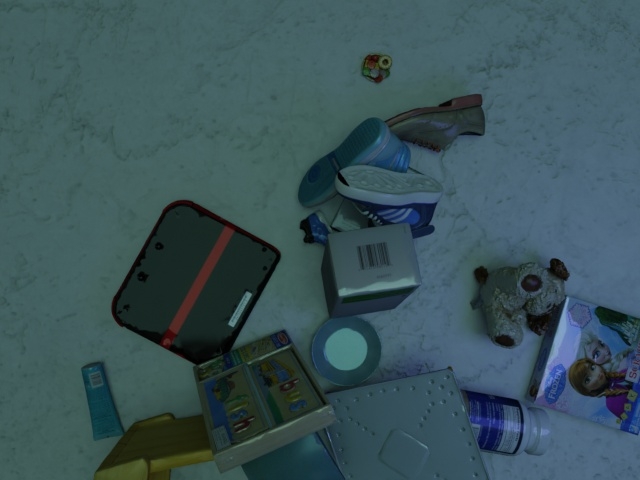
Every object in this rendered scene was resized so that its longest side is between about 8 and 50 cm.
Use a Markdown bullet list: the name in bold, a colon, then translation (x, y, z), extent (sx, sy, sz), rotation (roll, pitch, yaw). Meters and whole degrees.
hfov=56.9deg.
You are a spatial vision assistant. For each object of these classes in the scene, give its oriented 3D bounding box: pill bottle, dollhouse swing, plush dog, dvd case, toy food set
- **pill bottle**: translation (0.471, 0.498, 1.598), extent (0.265, 0.153, 0.153), rotation (11, 89, -4)
- **dollhouse swing**: translation (-0.357, 0.592, 1.442), extent (0.305, 0.347, 0.315), rotation (6, 89, -5)
- **plush dog**: translation (0.562, 0.145, 1.617), extent (0.226, 0.210, 0.262), rotation (4, 118, -18)
- **dvd case**: translation (0.161, -0.109, 1.647), extent (0.180, 0.022, 0.253), rotation (26, 88, -3)
- **toy food set**: translation (0.157, -0.484, 1.650), extent (0.083, 0.020, 0.082), rotation (14, 89, -4)

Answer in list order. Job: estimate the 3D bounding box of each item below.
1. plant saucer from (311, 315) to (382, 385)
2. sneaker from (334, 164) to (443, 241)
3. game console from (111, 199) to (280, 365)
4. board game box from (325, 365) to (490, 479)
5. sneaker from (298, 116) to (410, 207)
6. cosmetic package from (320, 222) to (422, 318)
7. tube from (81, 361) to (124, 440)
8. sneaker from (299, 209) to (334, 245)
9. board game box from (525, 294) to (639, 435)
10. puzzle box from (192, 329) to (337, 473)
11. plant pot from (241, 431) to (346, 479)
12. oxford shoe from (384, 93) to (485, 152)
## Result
- **plant saucer**: translation (0.071, 0.301, 1.629), extent (0.195, 0.037, 0.194), rotation (0, 89, -5)
- **sneaker**: translation (0.148, -0.060, 1.517), extent (0.323, 0.130, 0.236), rotation (0, 132, -31)
- **game console**: translation (-0.341, 0.118, 1.600), extent (0.342, 0.060, 0.386), rotation (29, 88, -9)
- **board game box**: translation (0.224, 0.550, 1.550), extent (0.390, 0.050, 0.389), rotation (-18, 91, 24)
- **sneaker**: translation (0.106, -0.167, 1.574), extent (0.319, 0.208, 0.127), rotation (-37, 49, 29)
- **cosmetic package**: translation (0.111, 0.085, 1.459), extent (0.197, 0.365, 0.155), rotation (-9, 75, -3)
- **tube**: translation (-0.589, 0.432, 1.579), extent (0.080, 0.052, 0.207), rotation (-11, 95, 1)
- **sneaker**: translation (0.000, 0.000, 1.614), extent (0.085, 0.058, 0.152), rotation (-30, 87, -9)
- **board game box**: translation (0.780, 0.347, 1.664), extent (0.318, 0.066, 0.318), rotation (17, 88, -4)
- **puzzle box**: translation (-0.150, 0.362, 1.417), extent (0.272, 0.409, 0.052), rotation (-20, 110, -13)
- **plant pot**: translation (-0.093, 0.531, 1.480), extent (0.195, 0.290, 0.290), rotation (-32, 92, -9)
- **oxford shoe**: translation (0.291, -0.298, 1.610), extent (0.348, 0.123, 0.130), rotation (-16, 96, -3)
